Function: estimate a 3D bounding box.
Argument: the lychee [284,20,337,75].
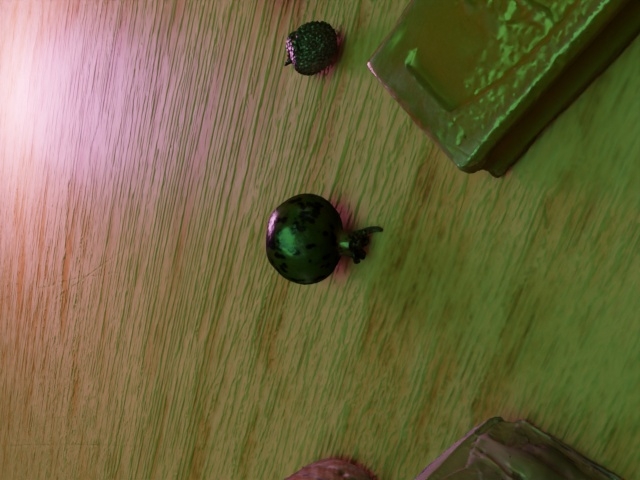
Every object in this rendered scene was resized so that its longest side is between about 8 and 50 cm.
[{"bbox_3d":[-0.014,-0.260,0.747,0.083,0.068,0.067,-25,32,23],"label":"lychee"}]

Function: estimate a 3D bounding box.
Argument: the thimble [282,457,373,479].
[{"bbox_3d":[-0.002,0.418,0.723,0.196,0.148,0.229,-4,92,40],"label":"thimble"}]

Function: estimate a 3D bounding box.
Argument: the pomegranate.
[{"bbox_3d":[0.000,0.000,0.728,0.161,0.122,0.122,3,95,13],"label":"pomegranate"}]

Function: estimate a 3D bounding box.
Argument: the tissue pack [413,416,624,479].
[{"bbox_3d":[0.137,0.362,0.525,0.160,0.242,0.338,29,110,38],"label":"tissue pack"}]

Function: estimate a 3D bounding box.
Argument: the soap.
[{"bbox_3d":[0.203,-0.237,0.538,0.315,0.091,0.199,-51,61,32],"label":"soap"}]
